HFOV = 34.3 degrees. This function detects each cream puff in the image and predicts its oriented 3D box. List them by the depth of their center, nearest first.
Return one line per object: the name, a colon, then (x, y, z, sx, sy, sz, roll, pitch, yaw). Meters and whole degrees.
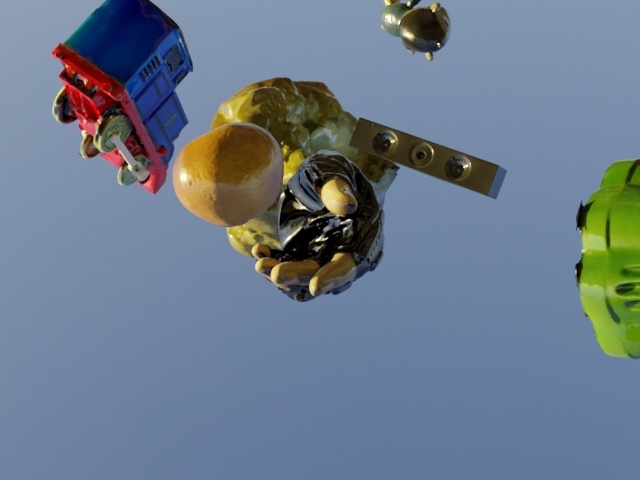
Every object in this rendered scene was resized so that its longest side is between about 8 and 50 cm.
cream puff: (-0.055, -0.113, 1.701, 0.323, 0.274, 0.270, -4, -135, -48)

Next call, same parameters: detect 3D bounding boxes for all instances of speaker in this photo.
speaker: (0.130, -0.101, 1.267, 0.191, 0.040, 0.046, 22, -176, 25)

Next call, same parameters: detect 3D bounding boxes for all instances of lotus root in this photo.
lotus root: (0.327, 0.017, 0.856, 0.186, 0.186, 0.186, 2, -143, -1)

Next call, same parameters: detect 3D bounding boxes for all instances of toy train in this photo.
toy train: (-0.182, -0.135, 1.003, 0.082, 0.204, 0.131, 34, -104, 14)

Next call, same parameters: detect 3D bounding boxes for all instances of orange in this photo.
orange: (-0.124, -0.088, 1.435, 0.159, 0.136, 0.159, -23, -176, 2)

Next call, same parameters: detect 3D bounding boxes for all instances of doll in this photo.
doll: (0.148, -0.332, 1.595, 0.088, 0.102, 0.179, -7, -147, -17)

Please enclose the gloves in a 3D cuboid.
gloves: (0.000, 0.000, 0.992, 0.124, 0.164, 0.203, 14, -146, -14)
